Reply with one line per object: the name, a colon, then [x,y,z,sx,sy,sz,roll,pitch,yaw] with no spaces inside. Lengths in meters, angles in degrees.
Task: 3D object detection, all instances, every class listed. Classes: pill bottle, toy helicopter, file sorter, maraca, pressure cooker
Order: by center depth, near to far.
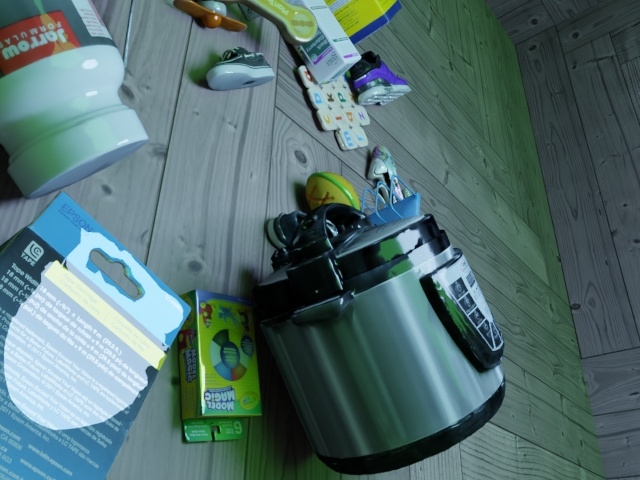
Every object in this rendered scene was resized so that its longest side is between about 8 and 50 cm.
pill bottle: [-0.377,-0.251,0.757,0.363,0.210,0.210,62,33,-9]
pressure cooker: [0.081,0.134,1.055,0.375,0.370,0.421,-23,90,-24]
toy helicopter: [-0.161,-0.512,1.266,0.355,0.140,0.235,29,73,-25]
maraca: [0.040,-0.073,1.329,0.186,0.127,0.099,49,64,-11]
file sorter: [0.130,-0.060,1.414,0.104,0.170,0.118,39,43,-31]

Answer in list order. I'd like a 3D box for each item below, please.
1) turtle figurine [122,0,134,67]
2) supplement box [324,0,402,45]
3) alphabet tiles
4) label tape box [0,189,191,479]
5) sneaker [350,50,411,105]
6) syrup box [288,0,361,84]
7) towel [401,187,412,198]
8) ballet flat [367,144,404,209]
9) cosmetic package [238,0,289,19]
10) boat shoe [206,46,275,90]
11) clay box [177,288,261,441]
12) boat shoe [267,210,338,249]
turtle figurine: [-0.339,-0.474,0.938,0.197,0.274,0.266,11,58,-37]
supplement box: [0.027,-0.691,1.586,0.357,0.195,0.194,55,32,-17]
alphabet tiles: [0.039,-0.370,1.593,0.278,0.021,0.284,-27,95,-59]
label tape box: [-0.323,0.142,0.704,0.241,0.105,0.334,49,37,-26]
sneaker: [0.167,-0.472,1.748,0.146,0.102,0.293,66,27,-1]
syrup box: [-0.014,-0.510,1.494,0.237,0.093,0.096,57,37,0]
towel: [0.250,-0.076,1.678,0.148,0.027,0.110,54,18,-73]
ballet flat: [0.168,-0.148,1.616,0.079,0.077,0.222,-11,81,-37]
cosmetic package: [-0.169,-0.632,1.390,0.231,0.085,0.117,61,33,-14]
boat shoe: [-0.171,-0.351,1.240,0.070,0.077,0.219,66,25,-4]
clay box: [-0.157,0.196,0.959,0.127,0.053,0.222,18,57,-49]
boat shoe: [0.000,0.000,1.273,0.254,0.079,0.095,31,47,-44]
